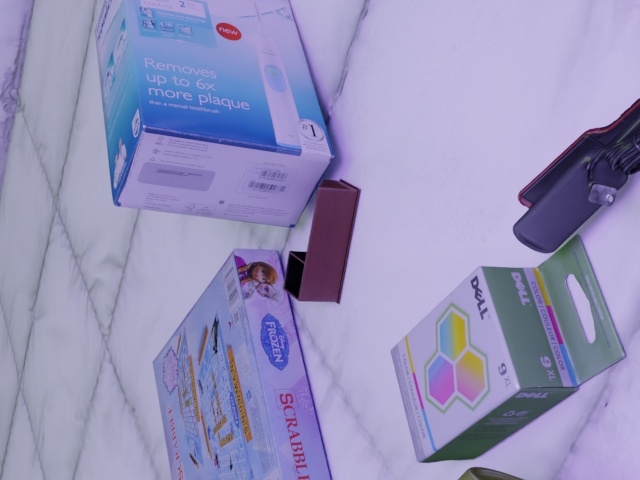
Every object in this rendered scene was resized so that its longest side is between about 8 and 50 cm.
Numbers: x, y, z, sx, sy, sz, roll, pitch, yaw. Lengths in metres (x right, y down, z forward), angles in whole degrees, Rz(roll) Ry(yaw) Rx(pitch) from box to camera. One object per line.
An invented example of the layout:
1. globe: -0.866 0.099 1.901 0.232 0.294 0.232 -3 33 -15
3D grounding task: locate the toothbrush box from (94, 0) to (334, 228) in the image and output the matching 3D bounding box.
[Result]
1. toothbrush box: -0.130 -0.172 1.201 0.126 0.216 0.296 121 147 -41

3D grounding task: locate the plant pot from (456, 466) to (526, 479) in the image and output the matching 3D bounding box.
1. plant pot: 0.109 0.319 0.728 0.275 0.274 0.294 21 89 60

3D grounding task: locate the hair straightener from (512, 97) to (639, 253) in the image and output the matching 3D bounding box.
1. hair straightener: 0.216 -0.054 0.731 0.230 0.047 0.089 -41 20 44

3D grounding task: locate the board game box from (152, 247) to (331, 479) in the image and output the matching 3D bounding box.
1. board game box: -0.109 0.225 1.305 0.318 0.066 0.319 -49 46 49

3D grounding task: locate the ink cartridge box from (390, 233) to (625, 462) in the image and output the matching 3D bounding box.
1. ink cartridge box: 0.141 0.092 0.855 0.209 0.062 0.109 -50 45 48

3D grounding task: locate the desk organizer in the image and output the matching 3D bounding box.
1. desk organizer: 0.000 0.000 1.138 0.047 0.050 0.130 33 117 58
